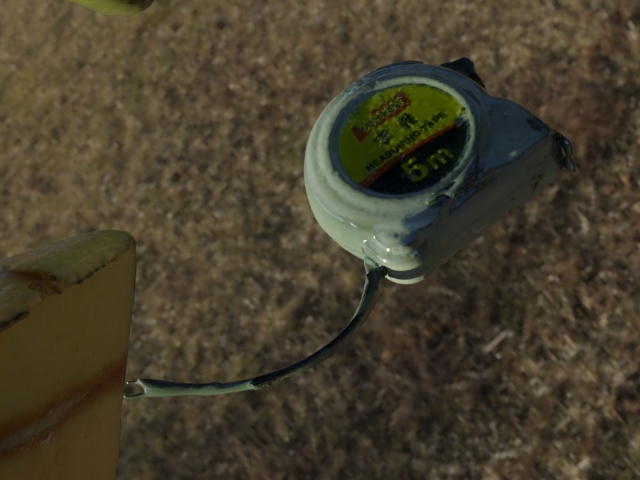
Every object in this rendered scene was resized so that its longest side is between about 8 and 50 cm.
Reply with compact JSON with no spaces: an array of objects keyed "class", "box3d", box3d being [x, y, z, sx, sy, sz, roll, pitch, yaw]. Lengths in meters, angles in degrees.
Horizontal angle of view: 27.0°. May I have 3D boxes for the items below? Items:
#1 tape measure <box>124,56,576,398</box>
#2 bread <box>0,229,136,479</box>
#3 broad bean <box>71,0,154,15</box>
[{"class":"tape measure","box3d":[0.001,0.001,0.901,0.330,0.084,0.164,-36,50,-8]},{"class":"bread","box3d":[-0.246,0.056,0.686,0.264,0.163,0.167,18,23,18]},{"class":"broad bean","box3d":[-0.177,-0.237,0.915,0.121,0.189,0.263,-40,17,-4]}]
